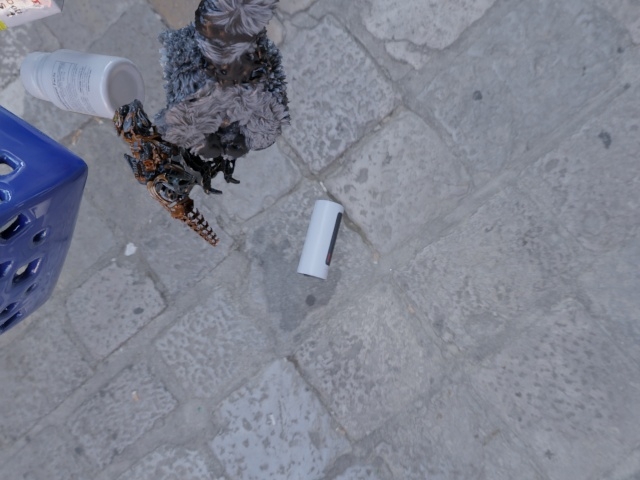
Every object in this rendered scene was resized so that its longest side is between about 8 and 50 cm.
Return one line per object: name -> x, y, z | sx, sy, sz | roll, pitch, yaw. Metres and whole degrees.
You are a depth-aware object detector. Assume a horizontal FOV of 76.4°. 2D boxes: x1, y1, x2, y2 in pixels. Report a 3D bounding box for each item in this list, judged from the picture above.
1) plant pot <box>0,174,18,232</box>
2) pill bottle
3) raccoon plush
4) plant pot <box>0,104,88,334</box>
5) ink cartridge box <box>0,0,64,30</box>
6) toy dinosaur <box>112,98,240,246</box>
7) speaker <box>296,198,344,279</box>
plant pot -> -0.843, -0.053, 0.907 | 0.247, 0.252, 0.247 | 41, 82, -31
pill bottle -> -0.518, -0.342, 0.887 | 0.229, 0.131, 0.131 | 14, 88, 13
raccoon plush -> -0.146, -0.348, 0.674 | 0.446, 0.216, 0.299 | -38, 58, 47
plant pot -> -0.380, -0.003, 0.332 | 0.236, 0.212, 0.236 | 34, 126, -11
ink cartridge box -> -0.614, -0.461, 0.669 | 0.278, 0.201, 0.117 | -16, 60, 1
toy dinosaur -> -0.297, -0.143, 0.862 | 0.218, 0.322, 0.164 | -15, 43, 26
speaker -> 0.000, 0.000, 0.717 | 0.055, 0.055, 0.136 | 13, 81, 10
